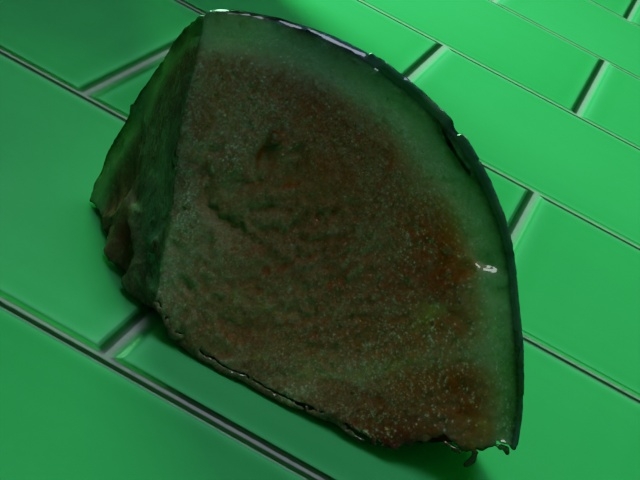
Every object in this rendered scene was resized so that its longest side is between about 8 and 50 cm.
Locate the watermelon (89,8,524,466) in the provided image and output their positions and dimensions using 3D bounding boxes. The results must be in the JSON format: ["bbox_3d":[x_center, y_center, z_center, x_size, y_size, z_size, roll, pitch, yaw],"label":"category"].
[{"bbox_3d":[0.009,-0.018,0.735,0.231,0.146,0.128,25,21,4],"label":"watermelon"}]
